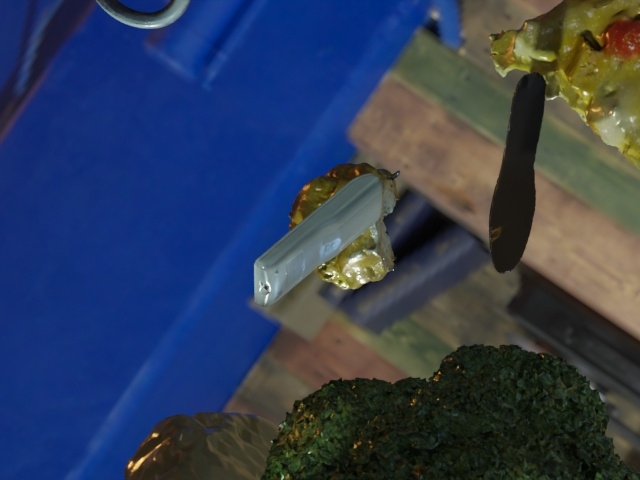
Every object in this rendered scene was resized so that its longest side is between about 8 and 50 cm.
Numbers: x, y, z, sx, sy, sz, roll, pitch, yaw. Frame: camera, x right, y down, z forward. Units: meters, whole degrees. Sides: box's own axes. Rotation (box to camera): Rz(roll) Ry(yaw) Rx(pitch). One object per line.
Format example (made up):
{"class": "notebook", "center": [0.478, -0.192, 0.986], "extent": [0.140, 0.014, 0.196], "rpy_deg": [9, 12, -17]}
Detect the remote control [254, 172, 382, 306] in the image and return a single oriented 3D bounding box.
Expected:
{"class": "remote control", "center": [0.000, 0.000, 1.450], "extent": [0.029, 0.162, 0.061], "rpy_deg": [30, 143, 27]}

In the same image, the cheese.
{"class": "cheese", "center": [-0.056, 0.313, 1.599], "extent": [0.326, 0.115, 0.318], "rpy_deg": [50, -162, 17]}

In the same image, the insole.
{"class": "insole", "center": [0.177, -0.059, 1.406], "extent": [0.064, 0.188, 0.004], "rpy_deg": [-10, -157, -43]}

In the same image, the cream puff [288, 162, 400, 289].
{"class": "cream puff", "center": [0.024, -0.018, 1.828], "extent": [0.156, 0.156, 0.121], "rpy_deg": [34, -174, 39]}

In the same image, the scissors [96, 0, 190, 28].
{"class": "scissors", "center": [-0.256, -0.361, 1.357], "extent": [0.383, 0.256, 0.029], "rpy_deg": [22, 178, 3]}

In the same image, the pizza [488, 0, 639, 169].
{"class": "pizza", "center": [0.283, -0.173, 1.509], "extent": [0.288, 0.280, 0.075], "rpy_deg": [7, 163, 31]}

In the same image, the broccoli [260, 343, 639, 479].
{"class": "broccoli", "center": [0.114, 0.277, 1.354], "extent": [0.321, 0.413, 0.310], "rpy_deg": [27, 164, 48]}
